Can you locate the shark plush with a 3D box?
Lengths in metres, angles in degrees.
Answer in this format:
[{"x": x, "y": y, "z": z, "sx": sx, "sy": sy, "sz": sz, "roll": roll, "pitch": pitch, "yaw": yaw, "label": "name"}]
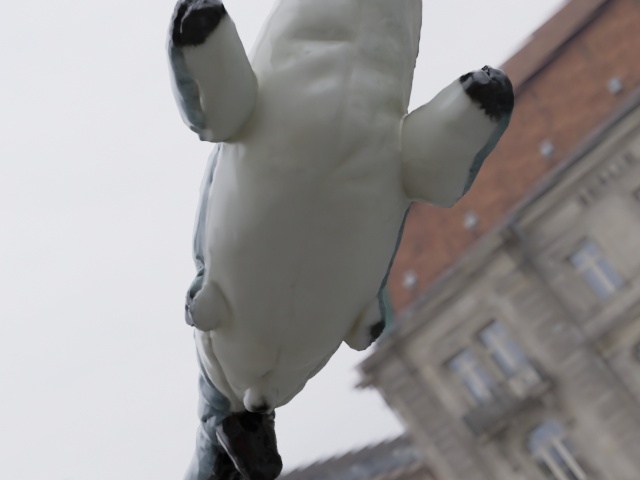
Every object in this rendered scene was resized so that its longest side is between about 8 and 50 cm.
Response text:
[{"x": 0.000, "y": 0.000, "z": 0.416, "sx": 0.073, "sy": 0.067, "sz": 0.161, "roll": 3, "pitch": -65, "yaw": -3, "label": "shark plush"}]
